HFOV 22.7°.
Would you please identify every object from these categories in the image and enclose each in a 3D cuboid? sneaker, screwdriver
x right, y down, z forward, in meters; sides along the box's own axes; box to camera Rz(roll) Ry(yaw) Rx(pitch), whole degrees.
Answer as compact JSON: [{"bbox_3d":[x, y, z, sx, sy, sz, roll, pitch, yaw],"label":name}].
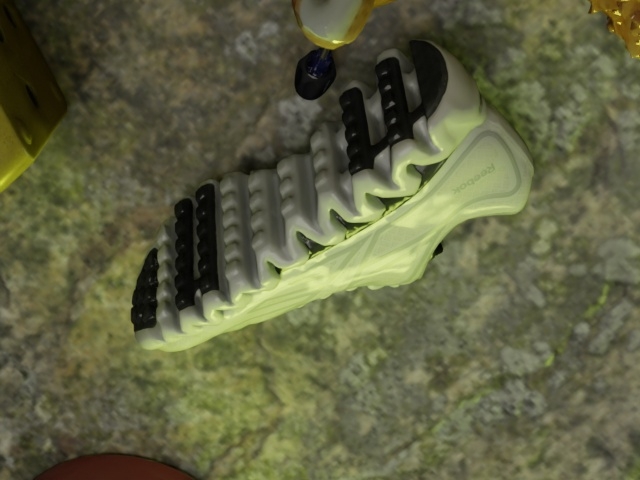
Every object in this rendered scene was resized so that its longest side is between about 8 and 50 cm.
[{"bbox_3d":[0.000,0.000,0.975,0.292,0.110,0.118,-31,132,31],"label":"sneaker"},{"bbox_3d":[0.006,-0.108,0.903,0.025,0.170,0.024,-10,83,-13],"label":"screwdriver"}]

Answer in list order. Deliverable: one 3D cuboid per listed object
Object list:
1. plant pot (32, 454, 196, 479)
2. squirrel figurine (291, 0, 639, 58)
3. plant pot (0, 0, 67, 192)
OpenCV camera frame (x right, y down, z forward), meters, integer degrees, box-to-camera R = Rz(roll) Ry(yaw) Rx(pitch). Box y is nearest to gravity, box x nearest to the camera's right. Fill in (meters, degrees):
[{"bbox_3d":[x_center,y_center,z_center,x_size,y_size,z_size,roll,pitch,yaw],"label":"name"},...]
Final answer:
[{"bbox_3d":[-0.153,0.274,1.080,0.201,0.180,0.201,5,114,10],"label":"plant pot"},{"bbox_3d":[0.141,-0.218,0.745,0.397,0.281,0.370,40,111,-12],"label":"squirrel figurine"},{"bbox_3d":[-0.272,-0.086,0.949,0.187,0.212,0.212,-24,106,8],"label":"plant pot"}]
